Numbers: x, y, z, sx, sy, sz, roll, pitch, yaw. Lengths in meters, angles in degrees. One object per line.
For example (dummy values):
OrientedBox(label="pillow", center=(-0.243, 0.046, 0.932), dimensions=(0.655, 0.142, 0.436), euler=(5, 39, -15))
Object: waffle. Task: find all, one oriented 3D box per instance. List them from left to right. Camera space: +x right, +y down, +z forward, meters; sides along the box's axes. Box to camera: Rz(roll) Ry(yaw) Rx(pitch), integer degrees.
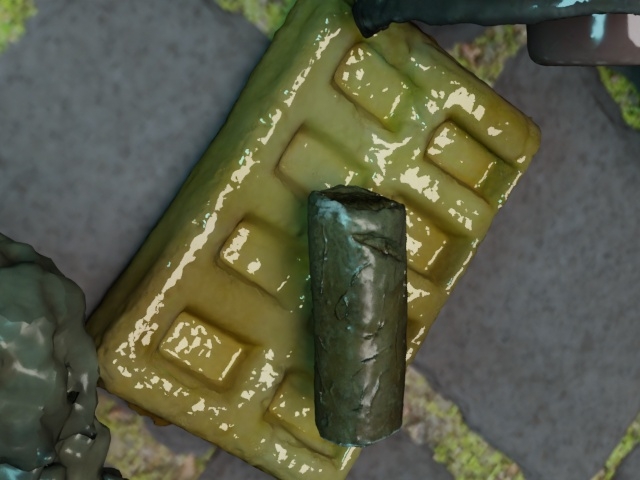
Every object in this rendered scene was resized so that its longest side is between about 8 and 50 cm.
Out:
OrientedBox(label="waffle", center=(0.000, 0.000, 0.702), dimensions=(0.168, 0.057, 0.274), euler=(34, 84, -25))

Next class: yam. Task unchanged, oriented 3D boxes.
OrientedBox(label="yam", center=(0.020, 0.038, 0.657), dimensions=(0.054, 0.054, 0.132), euler=(-5, 101, -24))

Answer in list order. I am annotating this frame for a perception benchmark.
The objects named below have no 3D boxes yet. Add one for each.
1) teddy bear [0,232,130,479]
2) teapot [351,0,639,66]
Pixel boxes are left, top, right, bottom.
OrientedBox(label="teddy bear", center=(-0.253, 0.173, 0.539), dimensions=(0.357, 0.224, 0.368), euler=(-8, 105, -9))
OrientedBox(label="teapot", center=(0.099, -0.261, 0.576), dimensions=(0.375, 0.305, 0.362), euler=(-1, 97, 9))
